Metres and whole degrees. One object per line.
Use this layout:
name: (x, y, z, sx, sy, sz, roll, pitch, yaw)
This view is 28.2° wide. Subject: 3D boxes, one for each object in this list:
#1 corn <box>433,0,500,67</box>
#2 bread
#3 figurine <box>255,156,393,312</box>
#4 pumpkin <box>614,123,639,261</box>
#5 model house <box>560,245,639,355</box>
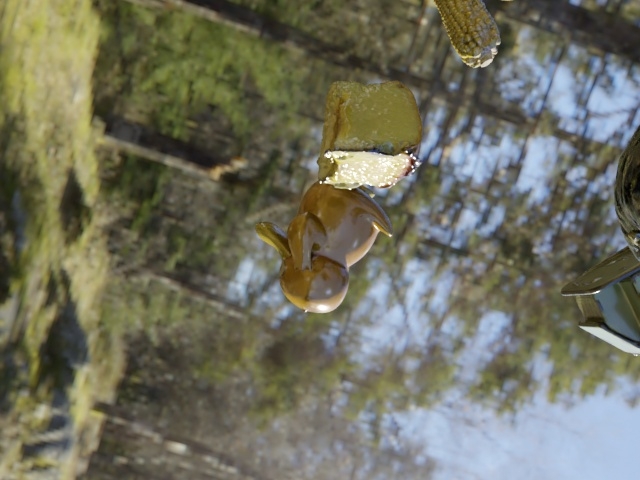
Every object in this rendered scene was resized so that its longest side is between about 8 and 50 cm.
corn: (0.248, -0.437, 2.303, 0.086, 0.086, 0.288, 121, -48, -59)
bread: (0.066, -0.120, 1.779, 0.160, 0.140, 0.169, -103, -162, -62)
figurine: (0.009, -0.004, 2.144, 0.228, 0.215, 0.215, -42, -169, 4)
pumpkin: (0.506, -0.037, 1.544, 0.241, 0.323, 0.323, -46, -172, -2)
model house: (0.615, 0.159, 2.385, 0.205, 0.278, 0.218, -29, -177, -8)
